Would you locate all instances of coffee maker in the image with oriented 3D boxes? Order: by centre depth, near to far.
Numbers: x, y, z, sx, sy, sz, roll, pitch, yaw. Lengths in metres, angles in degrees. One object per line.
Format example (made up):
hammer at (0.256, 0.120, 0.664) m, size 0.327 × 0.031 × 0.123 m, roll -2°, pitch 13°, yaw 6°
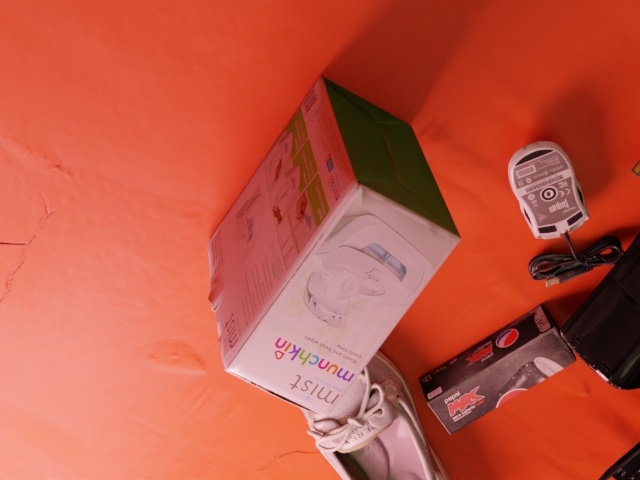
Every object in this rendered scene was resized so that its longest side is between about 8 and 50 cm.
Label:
coffee maker at (0.345, 0.062, 1.713) m, size 0.171 × 0.120 × 0.178 m, roll 19°, pitch 116°, yaw -35°

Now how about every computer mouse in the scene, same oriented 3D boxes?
computer mouse at (0.254, -0.038, 1.706) m, size 0.106 × 0.042 × 0.193 m, roll -20°, pitch 124°, yaw 8°

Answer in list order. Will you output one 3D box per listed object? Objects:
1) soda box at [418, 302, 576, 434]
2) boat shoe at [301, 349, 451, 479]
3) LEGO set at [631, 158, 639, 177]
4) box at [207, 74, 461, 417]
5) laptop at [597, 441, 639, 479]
soda box at (0.199, 0.146, 1.786) m, size 0.169 × 0.053 × 0.060 m, roll -32°, pitch 117°, yaw 10°
boat shoe at (0.066, 0.235, 1.785) m, size 0.118 × 0.103 × 0.320 m, roll -26°, pitch 118°, yaw 6°
LEGO set at (0.480, -0.057, 1.580) m, size 0.255 × 0.331 × 0.192 m, roll 36°, pitch 100°, yaw -9°
box at (0.000, 0.000, 1.563) m, size 0.127 × 0.262 × 0.231 m, roll 27°, pitch 110°, yaw -20°
laptop at (0.458, 0.249, 1.830) m, size 0.264 × 0.136 × 0.234 m, roll 40°, pitch 107°, yaw -24°
